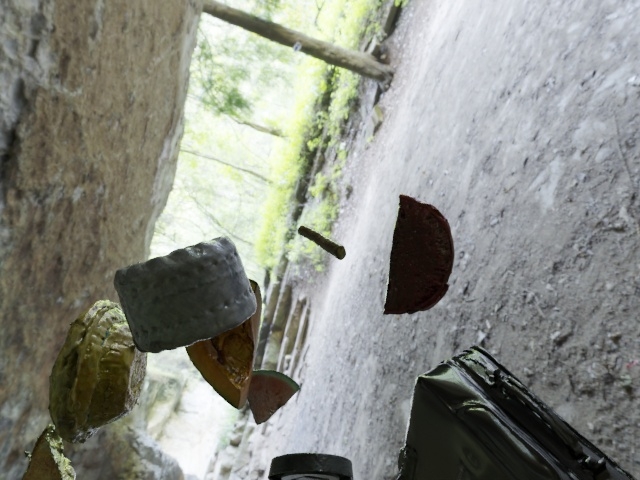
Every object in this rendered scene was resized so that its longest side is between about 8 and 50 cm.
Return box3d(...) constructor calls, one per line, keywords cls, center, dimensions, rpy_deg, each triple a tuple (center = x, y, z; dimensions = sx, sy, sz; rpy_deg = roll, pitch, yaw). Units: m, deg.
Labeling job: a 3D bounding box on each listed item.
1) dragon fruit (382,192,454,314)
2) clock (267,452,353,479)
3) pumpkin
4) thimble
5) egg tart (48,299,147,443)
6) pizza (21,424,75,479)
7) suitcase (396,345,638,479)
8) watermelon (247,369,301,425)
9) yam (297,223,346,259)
box3d(cls="dragon fruit", center=(0.226, 0.021, 0.913), dimensions=(0.211, 0.134, 0.262), rpy_deg=(-49, -35, -70))
box3d(cls="clock", center=(-0.031, 0.753, 1.346), dimensions=(0.281, 0.280, 0.056), rpy_deg=(111, 164, -49))
box3d(cls="pumpkin", center=(-0.247, 0.255, 1.047), dimensions=(0.148, 0.169, 0.313), rpy_deg=(84, -170, -70))
box3d(cls="thimble", center=(-0.244, 0.090, 0.742), dimensions=(0.245, 0.217, 0.157), rpy_deg=(-13, 94, 48))
box3d(cls="egg tart", center=(-0.585, 0.360, 1.138), dimensions=(0.388, 0.168, 0.388), rpy_deg=(-174, 90, -84))
box3d(cls="pizza", center=(-0.818, 0.711, 1.256), dimensions=(0.075, 0.279, 0.288), rpy_deg=(46, -151, -58))
box3d(cls="suitcase", center=(0.277, 0.367, 0.605), dimensions=(0.345, 0.188, 0.340), rpy_deg=(45, 145, 49))
box3d(cls="watermelon", center=(-0.180, 0.506, 1.397), dimensions=(0.202, 0.207, 0.136), rpy_deg=(-83, 14, -77))
box3d(cls="yam", center=(0.000, 0.000, 1.764), dimensions=(0.299, 0.066, 0.066), rpy_deg=(30, 109, 47))
